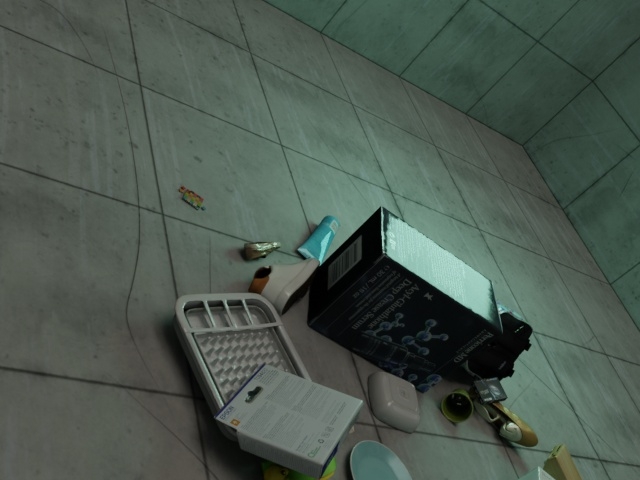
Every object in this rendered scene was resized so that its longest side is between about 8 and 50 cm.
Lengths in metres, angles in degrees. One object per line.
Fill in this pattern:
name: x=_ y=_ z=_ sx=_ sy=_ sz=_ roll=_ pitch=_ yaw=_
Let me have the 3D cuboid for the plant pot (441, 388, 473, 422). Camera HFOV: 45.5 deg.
plant pot: x=0.368 y=0.431 z=2.031 sx=0.083 sy=0.083 sz=0.079 roll=48 pitch=17 yaw=6

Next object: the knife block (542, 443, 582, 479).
knife block: x=0.643 y=0.680 z=1.893 sx=0.242 sy=0.275 sz=0.088 roll=23 pitch=20 yaw=24

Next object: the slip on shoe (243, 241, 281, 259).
slip on shoe: x=-0.147 y=0.025 z=1.939 sx=0.135 sy=0.051 sz=0.041 roll=-7 pitch=96 yaw=-64

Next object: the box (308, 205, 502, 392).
box: x=0.212 y=0.158 z=1.956 sx=0.395 sy=0.293 sz=0.212 roll=32 pitch=32 yaw=-20

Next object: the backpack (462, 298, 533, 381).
backpack: x=0.457 y=0.270 z=2.157 sx=0.191 sy=0.225 sz=0.253 roll=36 pitch=5 yaw=37

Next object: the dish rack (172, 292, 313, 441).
dish rack: x=-0.159 y=0.263 z=1.586 sx=0.286 sy=0.072 sz=0.333 roll=3 pitch=49 yaw=-50

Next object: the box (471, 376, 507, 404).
box: x=0.464 y=0.414 z=2.101 sx=0.083 sy=0.018 sz=0.067 roll=-3 pitch=52 yaw=-25

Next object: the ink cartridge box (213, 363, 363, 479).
ink cartridge box: x=-0.059 y=0.339 z=1.461 sx=0.224 sy=0.045 sz=0.223 roll=19 pitch=26 yaw=17

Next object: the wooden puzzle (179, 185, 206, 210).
wooden puzzle: x=-0.321 y=-0.104 z=1.917 sx=0.083 sy=0.006 sz=0.049 roll=36 pitch=30 yaw=-15

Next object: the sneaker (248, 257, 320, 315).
sneaker: x=-0.087 y=0.085 z=1.870 sx=0.123 sy=0.106 sz=0.290 roll=28 pitch=18 yaw=10

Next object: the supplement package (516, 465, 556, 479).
supplement package: x=0.497 y=0.702 z=1.735 sx=0.177 sy=0.175 sz=0.293 roll=39 pitch=30 yaw=-8

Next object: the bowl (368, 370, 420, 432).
bowl: x=0.188 y=0.389 z=1.876 sx=0.142 sy=0.053 sz=0.142 roll=28 pitch=34 yaw=-25

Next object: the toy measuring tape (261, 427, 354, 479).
toy measuring tape: x=0.008 y=0.421 z=1.533 sx=0.330 sy=0.121 sz=0.121 roll=-12 pitch=61 yaw=-55

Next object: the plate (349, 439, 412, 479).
plate: x=0.131 y=0.524 z=1.662 sx=0.188 sy=0.024 sz=0.188 roll=32 pitch=32 yaw=-23

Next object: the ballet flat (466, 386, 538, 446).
ballet flat: x=0.494 y=0.497 z=2.107 sx=0.232 sy=0.080 sz=0.073 roll=42 pitch=37 yaw=14

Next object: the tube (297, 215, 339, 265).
tube: x=0.000 y=0.000 z=2.147 sx=0.080 sy=0.052 sz=0.207 roll=37 pitch=35 yaw=-3
